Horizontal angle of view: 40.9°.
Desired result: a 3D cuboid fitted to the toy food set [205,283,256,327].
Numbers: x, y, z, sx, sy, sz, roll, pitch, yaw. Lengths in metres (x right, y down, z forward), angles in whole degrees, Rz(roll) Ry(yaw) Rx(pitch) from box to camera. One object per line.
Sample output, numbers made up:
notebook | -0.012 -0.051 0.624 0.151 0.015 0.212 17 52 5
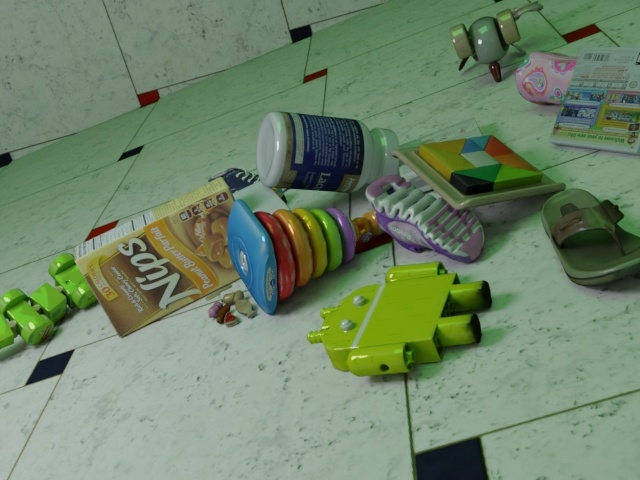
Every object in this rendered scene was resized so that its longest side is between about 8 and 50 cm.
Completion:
toy food set | -0.166 0.126 1.556 0.078 0.019 0.122 -29 32 -9

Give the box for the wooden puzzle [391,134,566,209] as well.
wooden puzzle | 0.274 -0.131 1.503 0.221 0.044 0.238 -11 32 -25

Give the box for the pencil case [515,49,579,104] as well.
pencil case | 0.526 -0.325 1.727 0.124 0.124 0.284 -32 24 -18

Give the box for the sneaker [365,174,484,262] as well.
sneaker | 0.178 -0.020 1.458 0.095 0.104 0.236 -33 48 -29

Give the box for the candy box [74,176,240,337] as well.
candy box | -0.289 0.031 1.659 0.317 0.182 0.087 -27 23 -7

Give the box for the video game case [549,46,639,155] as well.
video game case | 0.526 -0.257 1.555 0.212 0.023 0.193 21 92 58

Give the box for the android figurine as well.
android figurine | 0.111 0.117 1.276 0.273 0.056 0.248 -8 29 29

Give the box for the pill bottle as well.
pill bottle | 0.015 -0.175 1.733 0.265 0.153 0.153 2 16 -20

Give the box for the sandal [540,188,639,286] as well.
sandal | 0.389 -0.020 1.258 0.120 0.086 0.302 -23 24 2

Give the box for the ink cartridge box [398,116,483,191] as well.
ink cartridge box | 0.251 -0.174 1.759 0.181 0.056 0.224 -19 18 11

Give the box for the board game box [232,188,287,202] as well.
board game box | -0.180 -0.060 1.914 0.170 0.048 0.141 -7 27 34

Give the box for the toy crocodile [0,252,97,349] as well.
toy crocodile | -0.570 0.131 1.824 0.115 0.105 0.340 40 56 17

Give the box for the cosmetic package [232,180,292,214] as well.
cosmetic package | -0.100 -0.031 1.698 0.086 0.117 0.231 -26 25 -6

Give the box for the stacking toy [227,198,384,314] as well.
stacking toy | 0.000 0.000 1.536 0.302 0.175 0.165 -15 39 -22

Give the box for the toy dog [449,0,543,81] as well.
toy dog | 0.434 -0.485 2.160 0.220 0.160 0.334 -9 13 36

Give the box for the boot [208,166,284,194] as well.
boot | -0.167 -0.136 2.010 0.190 0.086 0.069 -19 24 11
